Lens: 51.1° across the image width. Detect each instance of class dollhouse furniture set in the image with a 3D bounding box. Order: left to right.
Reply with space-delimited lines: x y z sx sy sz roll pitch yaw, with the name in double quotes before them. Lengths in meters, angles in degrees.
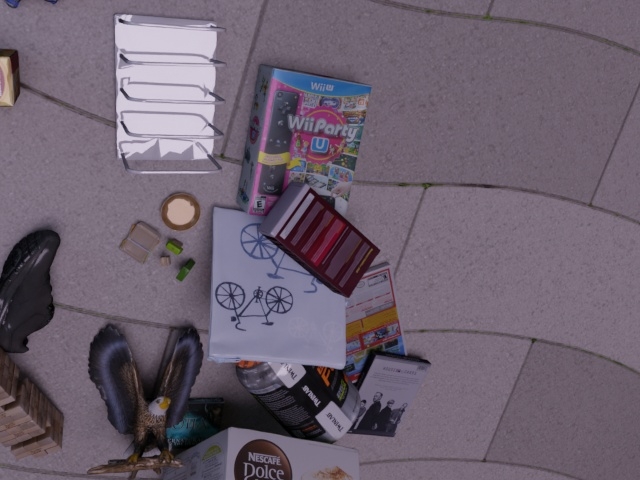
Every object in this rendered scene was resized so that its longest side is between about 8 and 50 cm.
"dollhouse furniture set" -0.341 0.023 1.426 0.152 0.058 0.076 35 102 -8

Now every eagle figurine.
"eagle figurine" -0.368 0.346 1.449 0.225 0.298 0.226 -20 151 19

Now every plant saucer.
"plant saucer" -0.296 -0.061 1.417 0.084 0.015 0.083 -7 111 -18

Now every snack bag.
"snack bag" -0.083 0.106 1.440 0.323 0.037 0.342 9 67 -25

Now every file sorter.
"file sorter" -0.280 -0.274 1.260 0.193 0.173 0.277 -2 109 -20

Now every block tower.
"block tower" -0.632 0.310 1.327 0.091 0.097 0.335 -20 130 -2

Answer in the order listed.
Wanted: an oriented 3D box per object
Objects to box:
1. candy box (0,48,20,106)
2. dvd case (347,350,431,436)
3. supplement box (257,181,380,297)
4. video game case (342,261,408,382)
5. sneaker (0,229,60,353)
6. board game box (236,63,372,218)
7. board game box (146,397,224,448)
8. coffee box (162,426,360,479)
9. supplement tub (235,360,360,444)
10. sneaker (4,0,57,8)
"candy box" -0.674 -0.277 1.105 0.317 0.183 0.087 -1 110 -20
"dvd case" 0.163 0.400 1.725 0.179 0.029 0.238 14 108 -29
"supplement box" 0.000 0.000 1.401 0.239 0.073 0.130 41 77 -27
"video game case" 0.103 0.212 1.658 0.204 0.025 0.285 -18 114 -14
"sneaker" -0.580 0.104 1.332 0.130 0.109 0.286 27 107 -33
"board game box" -0.038 -0.200 1.420 0.224 0.097 0.303 4 106 -23
"board game box" -0.326 0.429 1.573 0.186 0.026 0.126 4 107 -22
"coffee box" -0.140 0.631 1.466 0.338 0.334 0.338 20 142 -28
"supplement tub" -0.062 0.314 1.538 0.194 0.193 0.316 -39 118 -4
"sneaker" -0.466 -0.467 1.184 0.221 0.083 0.087 -13 126 -10
